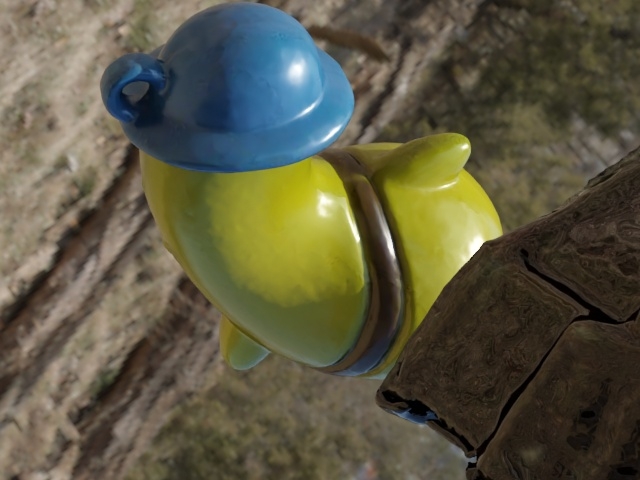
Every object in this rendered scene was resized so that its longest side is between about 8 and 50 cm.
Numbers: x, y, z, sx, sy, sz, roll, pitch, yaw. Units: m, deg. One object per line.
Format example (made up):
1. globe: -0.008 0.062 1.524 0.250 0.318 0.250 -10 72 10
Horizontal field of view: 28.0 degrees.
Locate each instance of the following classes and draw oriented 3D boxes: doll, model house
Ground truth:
1. doll: 0.000 0.000 0.729 0.199 0.145 0.363 -41 138 10
2. model house: 0.120 0.045 0.374 0.165 0.106 0.152 -35 -153 -9
